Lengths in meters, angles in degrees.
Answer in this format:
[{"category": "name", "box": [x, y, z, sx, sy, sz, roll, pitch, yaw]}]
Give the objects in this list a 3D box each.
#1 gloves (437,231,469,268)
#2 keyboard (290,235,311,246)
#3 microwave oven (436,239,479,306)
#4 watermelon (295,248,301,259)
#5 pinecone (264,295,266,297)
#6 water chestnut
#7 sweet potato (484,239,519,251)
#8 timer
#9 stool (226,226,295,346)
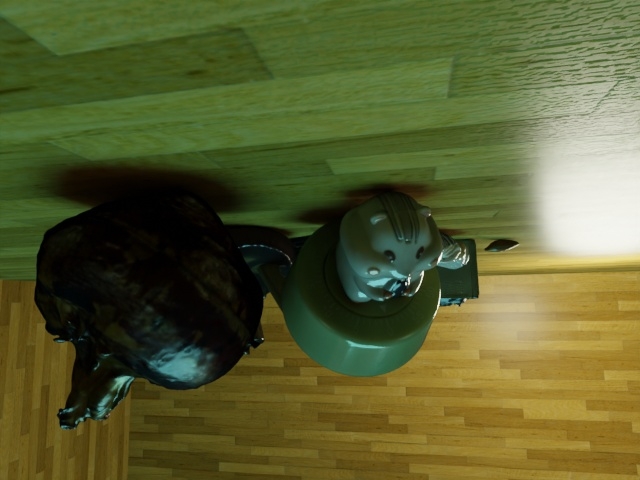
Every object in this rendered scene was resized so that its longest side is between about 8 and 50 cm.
[{"category": "gloves", "box": [0.251, 0.026, 1.037, 0.229, 0.097, 0.119, -1, 169, -36]}, {"category": "keyboard", "box": [0.000, 0.001, 1.080, 0.231, 0.023, 0.072, -9, 171, 43]}, {"category": "microwave oven", "box": [0.346, 0.107, 1.323, 0.238, 0.181, 0.295, -4, 172, 12]}, {"category": "watermelon", "box": [-0.098, 0.078, 1.250, 0.204, 0.127, 0.232, -4, 178, -1]}, {"category": "pinecone", "box": [-0.289, 0.153, 1.371, 0.264, 0.263, 0.264, -1, 172, 0]}, {"category": "water chestnut", "box": [-0.256, 0.096, 0.627, 0.335, 0.347, 0.335, 31, 155, 16]}, {"category": "sweet potato", "box": [0.494, 0.013, 1.203, 0.095, 0.034, 0.034, -12, 172, 0]}, {"category": "timer", "box": [0.091, 0.044, 0.736, 0.291, 0.290, 0.315, 0, 148, -10]}, {"category": "stool", "box": [-0.175, 0.110, 0.975, 0.272, 0.178, 0.272, -11, 149, -7]}]
